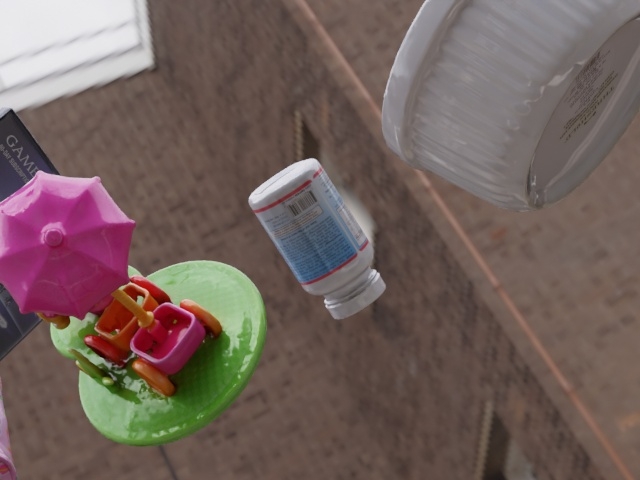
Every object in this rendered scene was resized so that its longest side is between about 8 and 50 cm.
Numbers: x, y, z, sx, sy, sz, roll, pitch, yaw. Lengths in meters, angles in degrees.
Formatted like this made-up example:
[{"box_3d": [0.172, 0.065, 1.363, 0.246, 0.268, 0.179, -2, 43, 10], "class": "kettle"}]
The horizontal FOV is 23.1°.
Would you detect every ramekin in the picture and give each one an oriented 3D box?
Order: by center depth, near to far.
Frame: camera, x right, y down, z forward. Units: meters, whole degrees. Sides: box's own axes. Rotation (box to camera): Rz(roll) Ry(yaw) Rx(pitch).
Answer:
[{"box_3d": [0.149, -0.116, 1.080, 0.207, 0.109, 0.207, -41, -26, -25], "class": "ramekin"}]

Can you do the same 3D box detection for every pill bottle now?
[{"box_3d": [0.000, 0.000, 1.652, 0.087, 0.087, 0.160, -31, -79, 7], "class": "pill bottle"}]

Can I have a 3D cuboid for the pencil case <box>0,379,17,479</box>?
[{"box_3d": [-0.425, 0.215, 1.827, 0.124, 0.284, 0.124, -10, -56, -15], "class": "pencil case"}]

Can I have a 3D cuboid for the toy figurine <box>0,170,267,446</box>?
[{"box_3d": [-0.138, 0.018, 0.913, 0.130, 0.173, 0.159, -52, -43, -14], "class": "toy figurine"}]

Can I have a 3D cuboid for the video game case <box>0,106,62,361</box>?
[{"box_3d": [-0.351, 0.030, 1.538, 0.274, 0.026, 0.196, -47, -56, -23], "class": "video game case"}]
